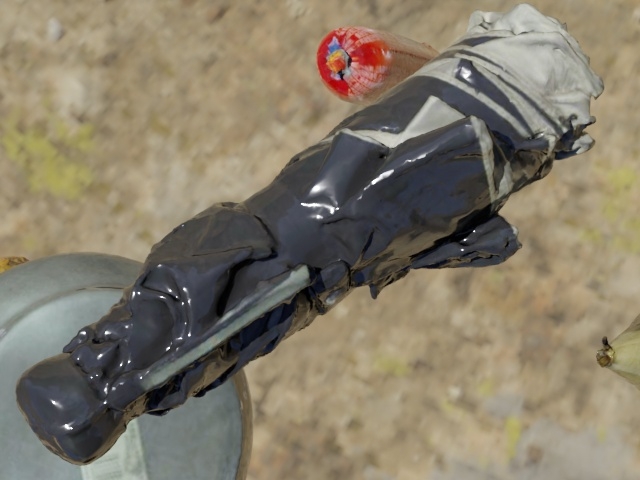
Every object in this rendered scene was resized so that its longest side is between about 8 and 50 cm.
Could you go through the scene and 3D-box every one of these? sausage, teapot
[{"bbox_3d":[0.055,-0.156,1.744,0.074,0.274,0.074,0,91,17],"label":"sausage"},{"bbox_3d":[-0.238,0.199,1.708,0.362,0.306,0.376,178,81,-67],"label":"teapot"}]

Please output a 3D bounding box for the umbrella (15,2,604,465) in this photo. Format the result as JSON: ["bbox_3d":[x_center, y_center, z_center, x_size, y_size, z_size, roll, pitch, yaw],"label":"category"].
[{"bbox_3d":[0.003,0.005,1.003,0.106,0.358,0.113,36,154,45],"label":"umbrella"}]

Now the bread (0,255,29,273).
[{"bbox_3d":[-0.332,0.101,1.953,0.129,0.260,0.134,24,136,3],"label":"bread"}]

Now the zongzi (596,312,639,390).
[{"bbox_3d":[0.284,0.039,1.492,0.256,0.228,0.115,22,141,-35],"label":"zongzi"}]
